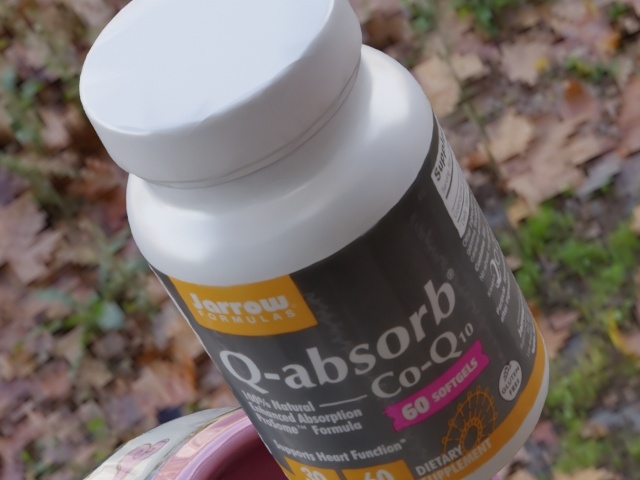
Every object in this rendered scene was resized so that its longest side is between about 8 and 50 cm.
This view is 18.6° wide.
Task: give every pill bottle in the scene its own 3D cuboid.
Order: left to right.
[{"bbox_3d":[0.000,0.000,0.979,0.162,0.278,0.162,-17,40,15],"label":"pill bottle"}]

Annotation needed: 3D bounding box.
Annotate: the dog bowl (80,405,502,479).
[{"bbox_3d":[0.001,0.292,1.394,0.150,0.408,0.408,-39,17,55],"label":"dog bowl"}]
